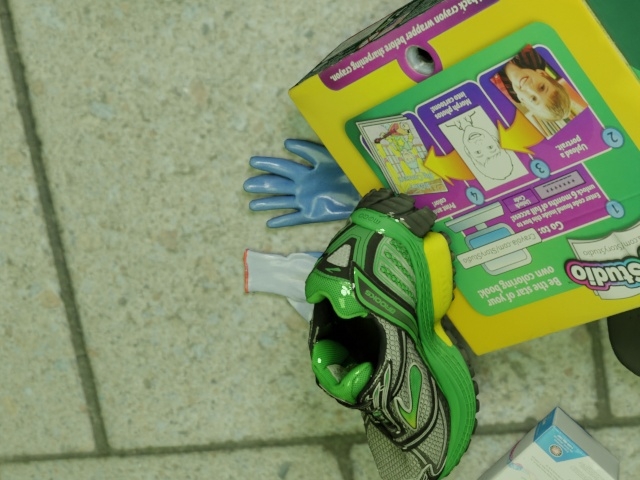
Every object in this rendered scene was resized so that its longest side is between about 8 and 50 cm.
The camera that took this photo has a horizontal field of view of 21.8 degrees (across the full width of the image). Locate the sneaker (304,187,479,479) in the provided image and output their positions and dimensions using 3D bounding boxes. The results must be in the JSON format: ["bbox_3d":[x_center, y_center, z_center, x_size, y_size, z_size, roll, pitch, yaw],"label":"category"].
[{"bbox_3d":[0.048,0.117,1.549,0.134,0.146,0.343,22,142,37],"label":"sneaker"}]

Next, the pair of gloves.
[{"bbox_3d":[0.000,0.000,1.626,0.159,0.023,0.198,8,111,10],"label":"pair of gloves"}]

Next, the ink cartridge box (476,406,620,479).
[{"bbox_3d":[0.223,0.240,1.648,0.088,0.052,0.122,42,111,-4],"label":"ink cartridge box"}]

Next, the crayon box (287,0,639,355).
[{"bbox_3d":[0.186,-0.082,1.422,0.313,0.106,0.363,53,144,-10],"label":"crayon box"}]

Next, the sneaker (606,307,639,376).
[{"bbox_3d":[0.355,0.003,1.484,0.122,0.146,0.330,27,115,0],"label":"sneaker"}]
